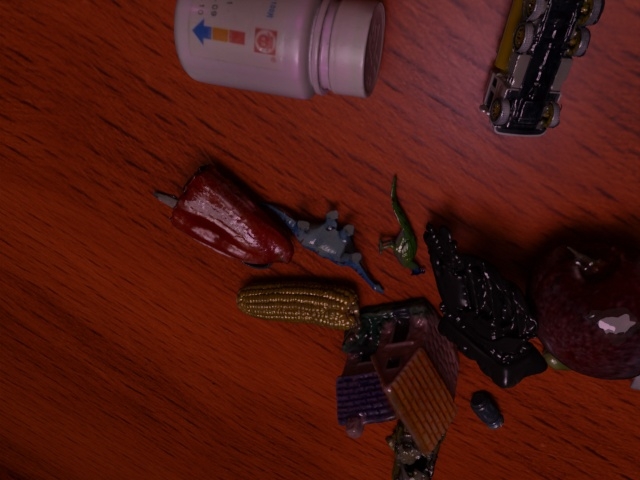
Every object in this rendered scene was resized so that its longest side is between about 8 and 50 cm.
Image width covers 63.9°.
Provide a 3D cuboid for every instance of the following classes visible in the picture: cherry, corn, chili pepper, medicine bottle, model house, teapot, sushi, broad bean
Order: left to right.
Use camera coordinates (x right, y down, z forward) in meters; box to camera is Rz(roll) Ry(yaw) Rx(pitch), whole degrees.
[{"bbox_3d":[-0.171,-0.021,1.028,0.252,0.136,0.144,39,84,-2],"label":"chili pepper"},{"bbox_3d":[-0.058,-0.307,0.781,0.292,0.170,0.170,13,125,12],"label":"medicine bottle"},{"bbox_3d":[-0.052,0.137,1.121,0.291,0.101,0.101,2,122,23],"label":"corn"},{"bbox_3d":[0.142,0.280,1.054,0.236,0.237,0.203,-13,118,26],"label":"model house"},{"bbox_3d":[0.224,0.517,1.252,0.139,0.131,0.291,11,133,11],"label":"sushi"},{"bbox_3d":[0.369,0.388,1.161,0.063,0.049,0.083,-27,110,31],"label":"teapot"},{"bbox_3d":[0.489,0.232,1.024,0.083,0.045,0.063,-15,105,18],"label":"broad bean"},{"bbox_3d":[0.467,0.120,0.857,0.230,0.203,0.300,2,137,37],"label":"cherry"}]

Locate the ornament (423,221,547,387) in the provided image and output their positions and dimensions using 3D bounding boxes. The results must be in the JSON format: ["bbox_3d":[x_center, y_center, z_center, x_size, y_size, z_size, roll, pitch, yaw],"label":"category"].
[{"bbox_3d":[0.278,0.092,0.902,0.106,0.251,0.261,-25,119,-14],"label":"ornament"}]

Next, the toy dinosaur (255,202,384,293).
[{"bbox_3d":[0.017,-0.002,1.011,0.329,0.076,0.144,34,159,-5],"label":"toy dinosaur"}]

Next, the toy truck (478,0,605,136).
[{"bbox_3d":[0.300,-0.268,0.720,0.097,0.114,0.227,2,126,-7],"label":"toy truck"}]

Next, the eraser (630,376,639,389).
[{"bbox_3d":[0.684,0.109,0.849,0.212,0.082,0.397,10,125,14],"label":"eraser"}]

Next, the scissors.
[{"bbox_3d":[-0.230,-0.033,1.113,0.299,0.022,0.109,28,123,1],"label":"scissors"}]

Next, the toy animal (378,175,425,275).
[{"bbox_3d":[0.139,-0.014,0.981,0.074,0.041,0.217,-18,114,8],"label":"toy animal"}]
